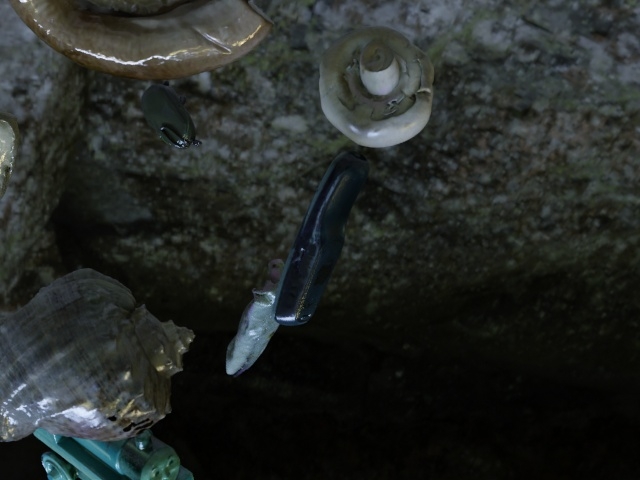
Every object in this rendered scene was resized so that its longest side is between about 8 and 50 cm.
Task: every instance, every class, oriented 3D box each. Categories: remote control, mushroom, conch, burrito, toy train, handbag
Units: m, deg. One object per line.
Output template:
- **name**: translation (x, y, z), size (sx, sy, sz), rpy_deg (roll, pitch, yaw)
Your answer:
- **remote control**: translation (0.000, 0.000, 0.990), size (0.042, 0.222, 0.072), rpy_deg (28, -167, 24)
- **mushroom**: translation (0.071, -0.194, 1.057), size (0.154, 0.122, 0.154), rpy_deg (-1, -108, 2)
- **conch**: translation (-0.212, 0.108, 0.744), size (0.207, 0.130, 0.155), rpy_deg (-18, -89, -12)
- **mushroom**: translation (-0.196, -0.233, 0.806), size (0.286, 0.151, 0.156), rpy_deg (30, -164, -15)
- **burrito**: translation (-0.105, 0.140, 1.441), size (0.066, 0.309, 0.096), rpy_deg (29, -129, 2)
- **toy train**: translation (-0.306, 0.300, 1.216), size (0.298, 0.194, 0.120), rpy_deg (22, -142, 36)
- **handbag**: translation (-0.215, -0.174, 1.215), size (0.111, 0.072, 0.047), rpy_deg (52, -156, 13)

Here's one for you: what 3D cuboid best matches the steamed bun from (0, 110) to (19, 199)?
- **steamed bun**: translation (-0.611, -0.137, 1.375), size (0.212, 0.231, 0.110), rpy_deg (22, -165, -24)
